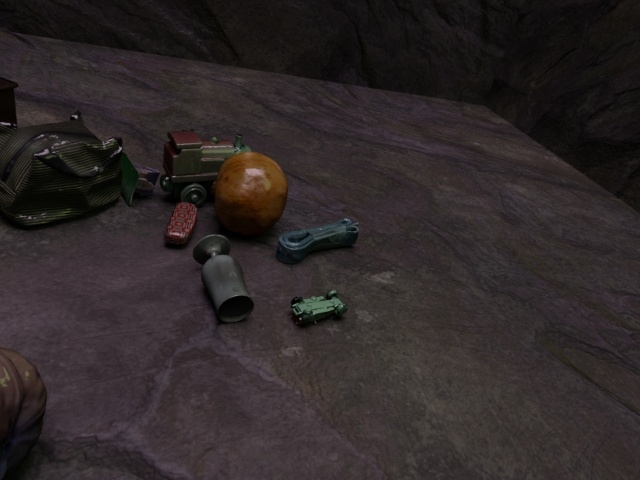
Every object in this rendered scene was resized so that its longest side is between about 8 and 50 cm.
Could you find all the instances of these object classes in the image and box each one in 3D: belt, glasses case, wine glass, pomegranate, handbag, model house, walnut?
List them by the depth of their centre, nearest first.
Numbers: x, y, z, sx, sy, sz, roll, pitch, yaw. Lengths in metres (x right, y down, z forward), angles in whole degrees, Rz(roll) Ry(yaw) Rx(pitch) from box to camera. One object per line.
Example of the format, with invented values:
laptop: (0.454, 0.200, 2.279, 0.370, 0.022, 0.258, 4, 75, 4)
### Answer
walnut: (-0.538, 0.257, 0.740, 0.249, 0.248, 0.248, 10, 31, -6)
wine glass: (-0.239, 0.092, 1.256, 0.103, 0.103, 0.231, -3, 37, -26)
handbag: (-0.720, -0.201, 1.409, 0.247, 0.240, 0.341, 32, 34, 20)
glasses case: (-0.395, -0.046, 1.466, 0.073, 0.049, 0.194, 11, 31, -9)
pomegranate: (-0.213, -0.139, 1.520, 0.249, 0.248, 0.248, 10, 31, -6)
belt: (0.000, 0.000, 1.536, 0.303, 0.072, 0.087, -16, 38, -37)
model house: (-0.564, -0.187, 1.590, 0.088, 0.117, 0.167, 7, 26, -45)

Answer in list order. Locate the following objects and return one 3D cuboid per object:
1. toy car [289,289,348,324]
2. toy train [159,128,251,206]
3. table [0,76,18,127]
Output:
toy car: (-0.004, 0.168, 1.274, 0.143, 0.054, 0.073, -6, 34, -33)
toy train: (-0.349, -0.231, 1.619, 0.305, 0.221, 0.150, -8, 37, -31)
table: (-1.013, -0.324, 1.442, 0.251, 0.281, 0.196, 21, 32, 12)
